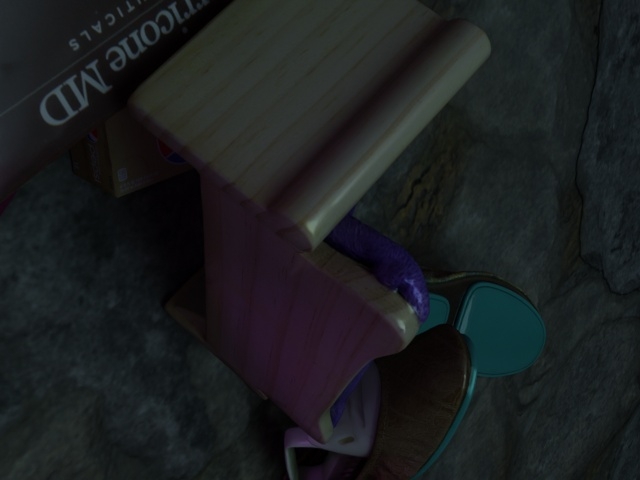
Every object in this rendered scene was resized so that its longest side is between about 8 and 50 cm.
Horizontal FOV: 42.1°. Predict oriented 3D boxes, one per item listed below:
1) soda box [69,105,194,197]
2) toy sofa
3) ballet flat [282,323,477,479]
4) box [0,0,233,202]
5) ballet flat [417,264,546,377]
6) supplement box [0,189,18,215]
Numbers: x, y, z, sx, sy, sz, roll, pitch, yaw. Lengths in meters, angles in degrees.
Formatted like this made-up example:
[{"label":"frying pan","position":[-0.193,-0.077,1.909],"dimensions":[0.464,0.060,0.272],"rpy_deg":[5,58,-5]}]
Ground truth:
[{"label":"soda box","position":[-0.093,-0.095,0.611],"dimensions":[0.181,0.058,0.061],"rpy_deg":[-26,128,-37]},{"label":"toy sofa","position":[0.000,0.000,0.553],"dimensions":[0.150,0.177,0.362],"rpy_deg":[-48,170,-21]},{"label":"ballet flat","position":[0.031,0.187,0.796],"dimensions":[0.124,0.116,0.342],"rpy_deg":[9,144,-12]},{"label":"box","position":[-0.195,-0.220,0.339],"dimensions":[0.191,0.143,0.381],"rpy_deg":[-45,134,-23]},{"label":"ballet flat","position":[0.109,0.074,0.881],"dimensions":[0.348,0.123,0.123],"rpy_deg":[11,101,-43]},{"label":"supplement box","position":[-0.225,-0.031,0.505],"dimensions":[0.083,0.043,0.055],"rpy_deg":[-59,142,-6]}]
